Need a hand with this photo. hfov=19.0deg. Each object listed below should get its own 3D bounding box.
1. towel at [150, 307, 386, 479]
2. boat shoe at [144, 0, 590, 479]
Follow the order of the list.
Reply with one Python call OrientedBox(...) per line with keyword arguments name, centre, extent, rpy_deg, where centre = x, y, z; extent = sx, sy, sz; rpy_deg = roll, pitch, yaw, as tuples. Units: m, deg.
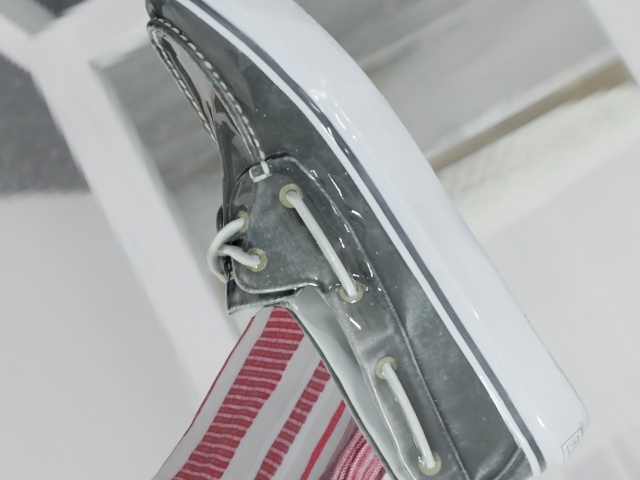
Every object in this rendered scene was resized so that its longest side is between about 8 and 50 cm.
OrientedBox(name="towel", centre=(-0.021, 0.111, 1.261), extent=(0.037, 0.329, 0.237), rpy_deg=(32, 84, -18))
OrientedBox(name="boat shoe", centre=(0.000, 0.000, 0.976), extent=(0.119, 0.335, 0.121), rpy_deg=(-37, 177, -11))
